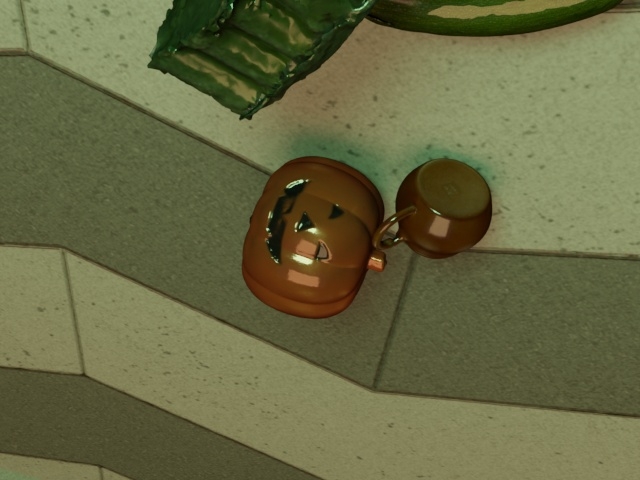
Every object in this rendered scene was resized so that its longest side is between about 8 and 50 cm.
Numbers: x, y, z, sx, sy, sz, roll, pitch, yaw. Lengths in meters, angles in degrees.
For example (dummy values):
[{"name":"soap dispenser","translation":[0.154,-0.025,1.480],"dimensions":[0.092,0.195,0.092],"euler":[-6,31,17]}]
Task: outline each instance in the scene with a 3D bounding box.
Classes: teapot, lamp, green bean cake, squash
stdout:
[{"name":"teapot","translation":[0.130,-0.025,1.199],"dimensions":[0.173,0.116,0.116],"euler":[-19,156,-27]},{"name":"lamp","translation":[0.000,0.000,1.232],"dimensions":[0.164,0.188,0.187],"euler":[21,145,9]},{"name":"green bean cake","translation":[-0.016,-0.245,0.856],"dimensions":[0.132,0.255,0.241],"euler":[31,138,-23]},{"name":"squash","translation":[0.152,-0.226,0.967],"dimensions":[0.318,0.071,0.080],"euler":[4,101,22]}]
